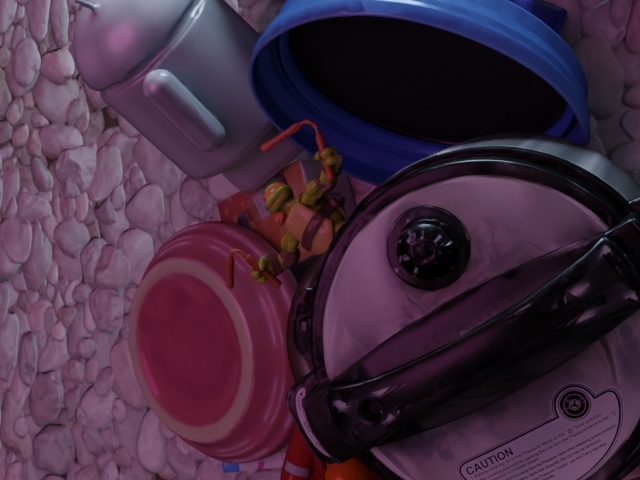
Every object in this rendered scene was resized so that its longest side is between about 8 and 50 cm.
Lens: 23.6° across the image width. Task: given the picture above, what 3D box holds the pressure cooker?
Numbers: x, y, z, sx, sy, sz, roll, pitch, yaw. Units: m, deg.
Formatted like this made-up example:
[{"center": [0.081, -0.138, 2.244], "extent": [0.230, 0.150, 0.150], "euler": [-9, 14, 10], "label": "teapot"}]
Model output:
[{"center": [0.176, 0.080, 1.536], "extent": [0.375, 0.420, 0.370], "euler": [19, 100, 10], "label": "pressure cooker"}]

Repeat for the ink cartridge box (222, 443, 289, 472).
[{"center": [-0.058, 0.258, 2.101], "extent": [0.181, 0.061, 0.104], "euler": [-13, 82, 43], "label": "ink cartridge box"}]

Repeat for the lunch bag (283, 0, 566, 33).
[{"center": [0.127, -0.267, 1.813], "extent": [0.293, 0.221, 0.138], "euler": [8, 90, 42], "label": "lunch bag"}]

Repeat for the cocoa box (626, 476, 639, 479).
[{"center": [0.490, 0.299, 1.471], "extent": [0.347, 0.231, 0.228], "euler": [-25, 74, 41], "label": "cocoa box"}]

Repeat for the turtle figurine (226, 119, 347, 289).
[{"center": [0.000, 0.000, 1.856], "extent": [0.217, 0.087, 0.269], "euler": [39, 123, 16], "label": "turtle figurine"}]

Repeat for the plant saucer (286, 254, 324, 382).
[{"center": [0.096, 0.099, 1.876], "extent": [0.311, 0.050, 0.310], "euler": [-6, 71, 18], "label": "plant saucer"}]

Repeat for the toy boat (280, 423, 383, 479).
[{"center": [0.033, 0.286, 1.932], "extent": [0.151, 0.151, 0.231], "euler": [15, 105, -3], "label": "toy boat"}]

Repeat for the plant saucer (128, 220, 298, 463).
[{"center": [-0.149, 0.142, 2.061], "extent": [0.332, 0.084, 0.332], "euler": [10, 104, 43], "label": "plant saucer"}]

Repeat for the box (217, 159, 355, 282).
[{"center": [-0.040, -0.019, 2.065], "extent": [0.170, 0.091, 0.130], "euler": [-26, 72, 40], "label": "box"}]

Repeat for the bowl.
[{"center": [0.115, -0.171, 1.743], "extent": [0.391, 0.391, 0.077], "euler": [-8, 56, 43], "label": "bowl"}]

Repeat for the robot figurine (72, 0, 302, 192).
[{"center": [-0.175, -0.220, 1.976], "extent": [0.200, 0.353, 0.300], "euler": [-41, 25, 14], "label": "robot figurine"}]
